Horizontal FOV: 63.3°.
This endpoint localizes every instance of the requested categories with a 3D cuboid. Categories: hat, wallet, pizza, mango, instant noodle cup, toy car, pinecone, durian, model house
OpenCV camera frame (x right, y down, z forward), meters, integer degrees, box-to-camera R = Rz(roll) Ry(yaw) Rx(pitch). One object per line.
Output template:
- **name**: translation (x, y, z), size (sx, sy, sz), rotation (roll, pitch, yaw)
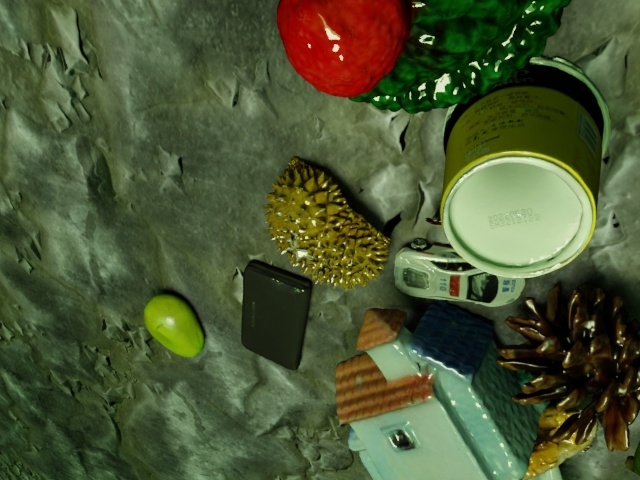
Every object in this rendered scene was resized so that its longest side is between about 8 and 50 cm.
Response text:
- **hat**: translation (0.094, -0.225, 0.509), size (0.242, 0.332, 0.274), rotation (41, 133, 5)
- **wallet**: translation (-0.097, 0.159, 1.054), size (0.149, 0.044, 0.250), rotation (22, 129, 15)
- **pizza**: translation (0.309, 0.374, 0.919), size (0.365, 0.182, 0.073), rotation (-38, 83, 44)
- **mango**: translation (-0.329, 0.192, 1.154), size (0.117, 0.089, 0.163), rotation (-3, 121, 27)
- **instant noodle cup**: translation (0.234, -0.082, 0.610), size (0.216, 0.236, 0.215), rotation (11, 125, 16)
- **toy car**: translation (0.217, 0.057, 0.828), size (0.205, 0.056, 0.095), rotation (8, 123, 21)
- **pinecone**: translation (0.357, 0.170, 0.737), size (0.201, 0.228, 0.202), rotation (22, 151, -6)
- **durian**: translation (0.001, 0.003, 0.849), size (0.250, 0.138, 0.183), rotation (41, 121, -13)
- **model house**: translation (0.158, 0.235, 0.876), size (0.295, 0.252, 0.329), rotation (-32, 98, 38)

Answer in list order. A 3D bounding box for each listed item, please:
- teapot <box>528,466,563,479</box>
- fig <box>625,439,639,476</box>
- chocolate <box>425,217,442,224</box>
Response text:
- **teapot**: translation (0.369, 0.452, 0.985), size (0.159, 0.159, 0.232), rotation (42, 138, -6)
- **fig**: translation (0.562, 0.306, 0.750), size (0.195, 0.195, 0.245), rotation (36, 121, -1)
- **chocolate**: translation (0.246, -0.016, 0.754), size (0.183, 0.086, 0.028), rotation (5, 88, 19)
